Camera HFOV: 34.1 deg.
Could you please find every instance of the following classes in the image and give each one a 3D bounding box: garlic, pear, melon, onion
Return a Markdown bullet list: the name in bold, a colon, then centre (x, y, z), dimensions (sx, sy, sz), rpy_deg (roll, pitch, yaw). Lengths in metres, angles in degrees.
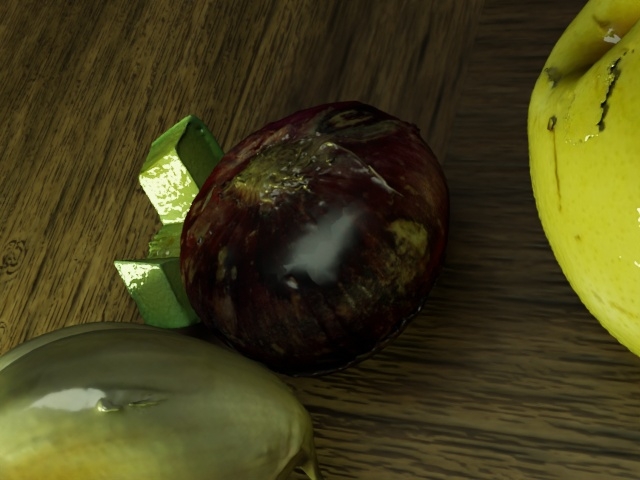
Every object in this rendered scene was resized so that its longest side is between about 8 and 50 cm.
- **garlic**: centre (-0.177, 0.170, 0.845), dimensions (0.313, 0.286, 0.249), rpy_deg (-34, 78, -3)
- **pear**: centre (0.310, -0.056, 0.680), dimensions (0.348, 0.348, 0.348), rpy_deg (-12, 57, 19)
- **melon**: centre (-0.132, -0.008, 1.001), dimensions (0.064, 0.118, 0.209), rpy_deg (-18, 42, 31)
- **onion**: centre (0.000, 0.000, 0.886), dimensions (0.246, 0.190, 0.246), rpy_deg (-27, 39, 24)
